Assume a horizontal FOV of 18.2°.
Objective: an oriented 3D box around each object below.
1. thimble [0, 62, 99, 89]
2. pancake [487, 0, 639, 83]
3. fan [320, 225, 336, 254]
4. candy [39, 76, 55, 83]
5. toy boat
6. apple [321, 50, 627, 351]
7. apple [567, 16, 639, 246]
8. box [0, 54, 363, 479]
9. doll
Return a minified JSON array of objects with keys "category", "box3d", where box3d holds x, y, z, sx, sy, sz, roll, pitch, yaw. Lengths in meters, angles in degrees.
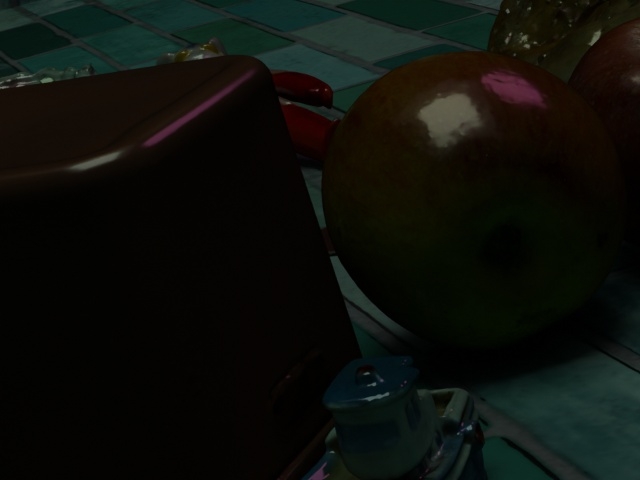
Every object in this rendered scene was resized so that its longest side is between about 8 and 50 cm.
[{"category":"thimble","box3d":[-0.263,-0.068,1.805,0.185,0.149,0.211,-19,16,-26]},{"category":"pancake","box3d":[0.292,-0.265,1.840,0.387,0.082,0.387,-42,26,25]},{"category":"fan","box3d":[0.000,0.000,1.620,0.133,0.005,0.085,-10,17,10]},{"category":"candy","box3d":[-0.159,-0.024,1.413,0.084,0.288,0.078,28,65,21]},{"category":"toy boat","box3d":[0.020,0.114,1.039,0.088,0.102,0.215,-8,17,26]},{"category":"apple","box3d":[0.099,-0.022,1.284,0.196,0.196,0.196,-12,16,3]},{"category":"apple","box3d":[0.265,-0.072,1.390,0.201,0.162,0.201,-7,29,4]},{"category":"box","box3d":[-0.175,0.038,1.220,0.339,0.229,0.239,-6,19,27]},{"category":"doll","box3d":[-0.087,-0.125,1.976,0.188,0.099,0.384,-17,19,-12]}]
